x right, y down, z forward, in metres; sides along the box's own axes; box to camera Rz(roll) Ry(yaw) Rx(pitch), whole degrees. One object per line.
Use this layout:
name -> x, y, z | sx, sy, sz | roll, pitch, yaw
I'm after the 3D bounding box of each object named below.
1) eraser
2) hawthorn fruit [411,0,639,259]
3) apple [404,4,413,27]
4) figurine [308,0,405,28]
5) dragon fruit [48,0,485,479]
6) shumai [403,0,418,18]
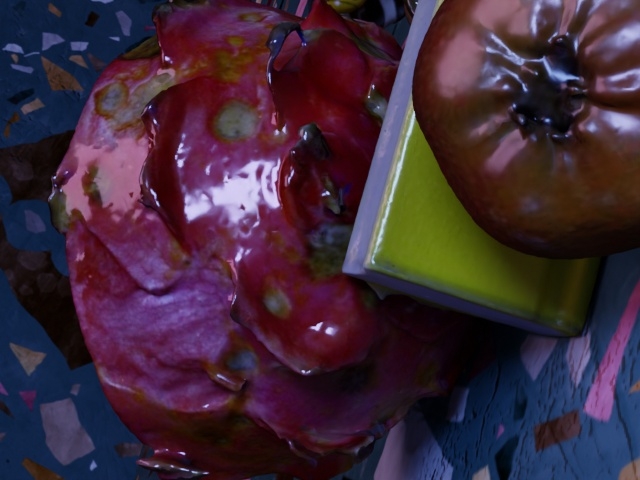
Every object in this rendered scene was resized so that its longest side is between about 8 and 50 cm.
eraser -> 0.119, -0.057, 0.950 | 0.069, 0.158, 0.226 | 172, 115, -73
hawthorn fruit -> 0.159, -0.088, 0.835 | 0.225, 0.197, 0.196 | -20, -46, -67
apple -> 0.129, -0.222, 1.250 | 0.126, 0.102, 0.126 | -167, 90, -81
figurine -> 0.076, -0.354, 1.357 | 0.323, 0.196, 0.320 | 95, -174, -65
dragon fruit -> 0.000, 0.000, 1.078 | 0.249, 0.371, 0.386 | -5, 63, 37
shumai -> 0.162, -0.202, 1.068 | 0.176, 0.166, 0.205 | -19, 79, 30
